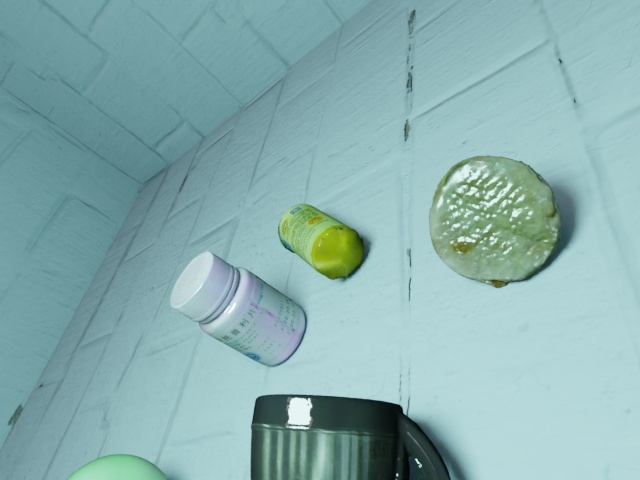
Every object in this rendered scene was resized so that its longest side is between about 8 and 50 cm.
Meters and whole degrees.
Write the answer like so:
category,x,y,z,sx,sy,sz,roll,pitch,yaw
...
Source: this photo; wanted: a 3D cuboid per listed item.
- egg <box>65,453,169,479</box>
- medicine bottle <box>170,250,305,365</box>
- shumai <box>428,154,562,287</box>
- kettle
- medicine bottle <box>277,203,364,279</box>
category,x,y,z,sx,sy,sz,roll,pitch,yaw
egg,-0.379,0.519,0.864,0.270,0.220,0.220,-1,55,37
medicine bottle,-0.164,0.141,0.952,0.152,0.254,0.152,-33,36,28
shumai,0.265,-0.033,0.727,0.201,0.201,0.120,-30,-4,30
kettle,0.024,0.347,0.594,0.207,0.251,0.271,115,162,-65
medicine bottle,0.000,0.000,1.026,0.124,0.124,0.239,-52,32,-3
